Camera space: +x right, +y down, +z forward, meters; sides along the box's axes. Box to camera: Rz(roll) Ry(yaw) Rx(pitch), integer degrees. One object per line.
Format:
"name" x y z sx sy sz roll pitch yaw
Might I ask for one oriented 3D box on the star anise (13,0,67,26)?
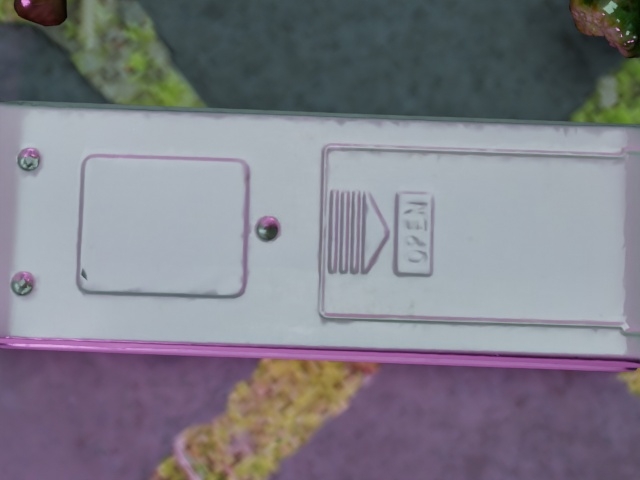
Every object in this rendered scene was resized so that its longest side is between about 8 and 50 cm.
"star anise" -0.046 -0.276 0.860 0.349 0.109 0.292 -36 79 -7

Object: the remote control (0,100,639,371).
"remote control" 0.000 0.000 0.843 0.277 0.055 0.103 2 80 -2

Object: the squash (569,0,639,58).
"squash" 0.265 -0.193 0.867 0.378 0.101 0.101 -36 84 -12
